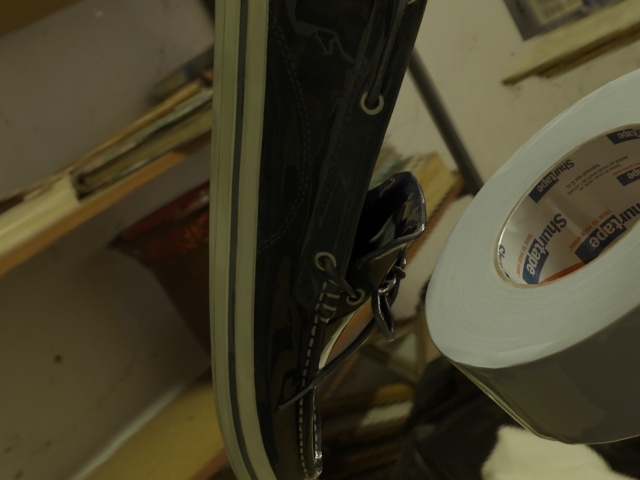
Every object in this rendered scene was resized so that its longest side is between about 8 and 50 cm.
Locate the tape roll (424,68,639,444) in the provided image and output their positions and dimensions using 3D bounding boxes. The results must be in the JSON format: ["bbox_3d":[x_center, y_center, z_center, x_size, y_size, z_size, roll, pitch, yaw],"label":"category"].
[{"bbox_3d":[0.162,0.002,0.579,0.219,0.072,0.219,-41,20,19],"label":"tape roll"}]

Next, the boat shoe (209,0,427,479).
[{"bbox_3d":[0.000,0.000,0.796,0.156,0.500,0.187,3,27,-1],"label":"boat shoe"}]
